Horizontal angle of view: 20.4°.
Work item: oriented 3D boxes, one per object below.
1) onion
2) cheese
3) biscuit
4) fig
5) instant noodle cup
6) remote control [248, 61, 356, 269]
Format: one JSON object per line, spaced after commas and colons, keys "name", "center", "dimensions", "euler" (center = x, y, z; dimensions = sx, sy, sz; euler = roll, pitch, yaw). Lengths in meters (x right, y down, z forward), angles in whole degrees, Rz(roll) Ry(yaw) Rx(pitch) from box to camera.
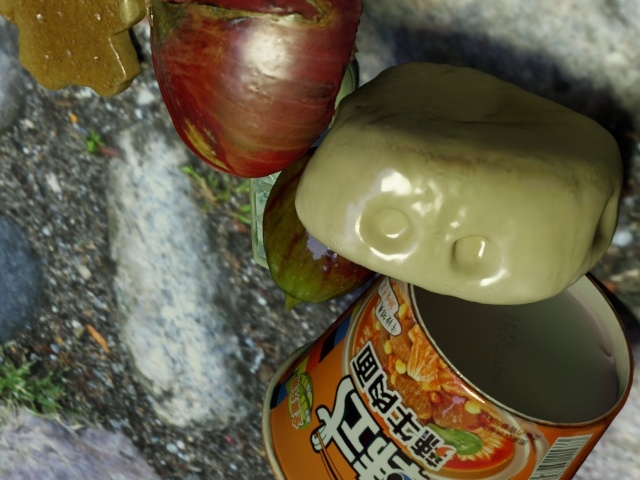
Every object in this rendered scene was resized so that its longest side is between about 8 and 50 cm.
{"name": "onion", "center": [-0.045, -0.168, 1.252], "dimensions": [0.161, 0.248, 0.248], "euler": [16, 134, 3]}
{"name": "cheese", "center": [0.097, -0.049, 1.257], "dimensions": [0.218, 0.235, 0.117], "euler": [-125, 41, -55]}
{"name": "biscuit", "center": [-0.217, -0.228, 1.488], "dimensions": [0.166, 0.036, 0.226], "euler": [9, 124, 34]}
{"name": "fig", "center": [0.000, 0.000, 1.392], "dimensions": [0.103, 0.109, 0.155], "euler": [20, 139, -11]}
{"name": "instant noodle cup", "center": [0.107, 0.117, 1.353], "dimensions": [0.250, 0.250, 0.192], "euler": [41, 131, 6]}
{"name": "remote control", "center": [-0.015, -0.061, 1.452], "dimensions": [0.098, 0.038, 0.234], "euler": [22, 135, 26]}
